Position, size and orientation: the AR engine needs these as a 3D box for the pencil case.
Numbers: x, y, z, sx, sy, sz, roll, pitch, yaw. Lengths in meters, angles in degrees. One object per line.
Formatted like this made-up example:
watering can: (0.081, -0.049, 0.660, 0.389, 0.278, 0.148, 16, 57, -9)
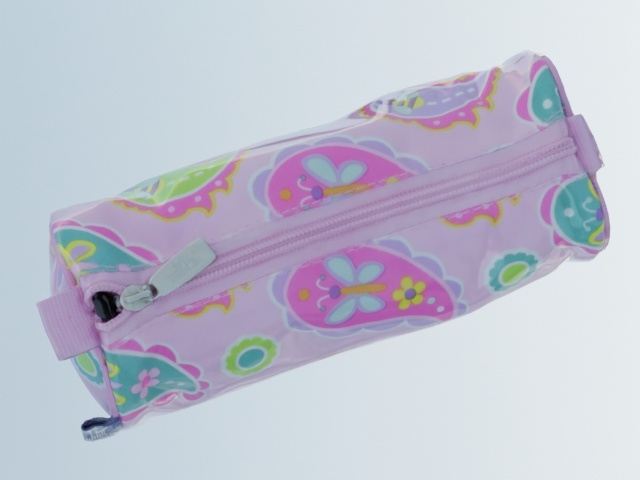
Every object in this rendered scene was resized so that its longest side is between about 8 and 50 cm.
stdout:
pencil case: (0.000, 0.000, 0.722, 0.284, 0.124, 0.124, -18, -108, -9)
